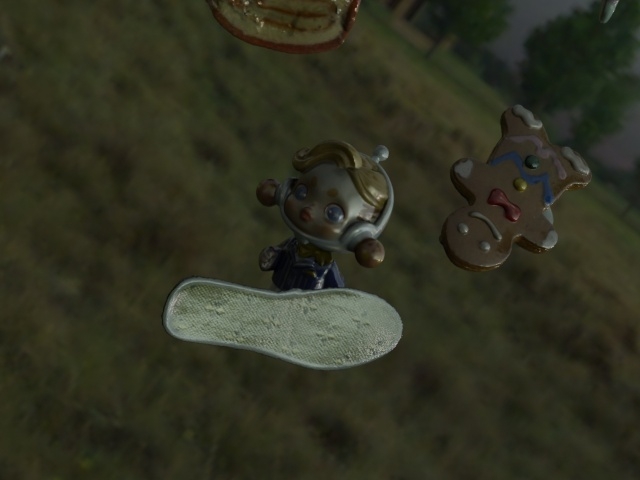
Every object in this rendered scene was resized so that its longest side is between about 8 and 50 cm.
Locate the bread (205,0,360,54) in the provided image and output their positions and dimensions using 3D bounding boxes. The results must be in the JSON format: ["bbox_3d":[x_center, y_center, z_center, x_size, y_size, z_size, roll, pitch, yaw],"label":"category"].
[{"bbox_3d":[-0.049,-0.369,2.169,0.244,0.190,0.123,4,57,-6],"label":"bread"}]

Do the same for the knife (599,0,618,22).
[{"bbox_3d":[0.420,-0.363,2.009,0.038,0.132,0.398,15,5,4],"label":"knife"}]

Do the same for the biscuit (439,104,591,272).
[{"bbox_3d":[0.202,-0.046,1.596,0.138,0.205,0.031,43,-27,-1],"label":"biscuit"}]

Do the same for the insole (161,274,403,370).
[{"bbox_3d":[-0.037,0.096,1.750,0.322,0.109,0.007,11,14,-32],"label":"insole"}]

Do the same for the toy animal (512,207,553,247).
[{"bbox_3d":[0.345,-0.040,2.580,0.138,0.108,0.236,6,1,-2],"label":"toy animal"}]

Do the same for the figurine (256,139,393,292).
[{"bbox_3d":[0.007,0.008,1.935,0.194,0.274,0.133,6,2,31],"label":"figurine"}]
